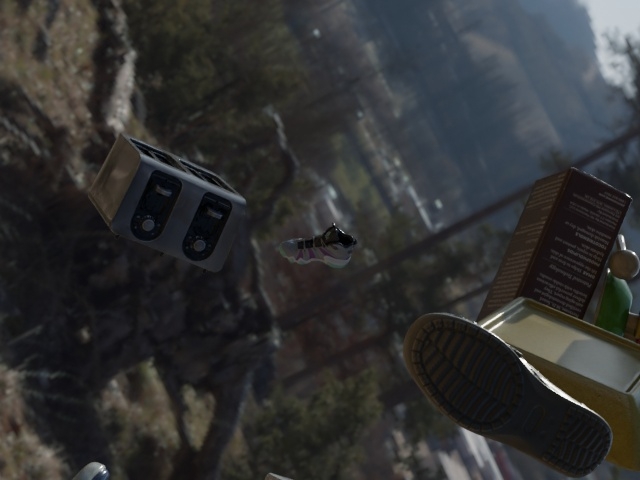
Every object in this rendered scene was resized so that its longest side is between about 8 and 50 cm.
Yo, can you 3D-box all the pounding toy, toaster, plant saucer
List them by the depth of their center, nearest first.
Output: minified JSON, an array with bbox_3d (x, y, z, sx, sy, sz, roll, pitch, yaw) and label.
[{"bbox_3d":[-0.206,-0.051,1.539,0.168,0.110,0.185,24,8,-28],"label":"toaster"},{"bbox_3d":[0.350,0.180,1.667,0.332,0.081,0.332,23,19,22],"label":"plant saucer"},{"bbox_3d":[0.548,0.126,2.067,0.183,0.110,0.237,-34,137,-70],"label":"pounding toy"}]

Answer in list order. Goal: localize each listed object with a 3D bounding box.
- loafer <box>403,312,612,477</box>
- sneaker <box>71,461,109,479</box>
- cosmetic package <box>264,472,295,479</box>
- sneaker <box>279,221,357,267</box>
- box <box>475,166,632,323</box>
[{"bbox_3d":[0.189,0.164,1.241,0.268,0.102,0.092,37,-2,-17],"label":"loafer"},{"bbox_3d":[-0.373,0.517,1.785,0.131,0.148,0.350,107,3,-59],"label":"sneaker"},{"bbox_3d":[-0.010,0.520,2.060,0.183,0.151,0.151,24,-9,-31],"label":"cosmetic package"},{"bbox_3d":[0.000,0.000,1.508,0.098,0.069,0.038,5,50,-21],"label":"sneaker"},{"bbox_3d":[0.410,0.072,2.116,0.143,0.382,0.191,27,-8,-6],"label":"box"}]
